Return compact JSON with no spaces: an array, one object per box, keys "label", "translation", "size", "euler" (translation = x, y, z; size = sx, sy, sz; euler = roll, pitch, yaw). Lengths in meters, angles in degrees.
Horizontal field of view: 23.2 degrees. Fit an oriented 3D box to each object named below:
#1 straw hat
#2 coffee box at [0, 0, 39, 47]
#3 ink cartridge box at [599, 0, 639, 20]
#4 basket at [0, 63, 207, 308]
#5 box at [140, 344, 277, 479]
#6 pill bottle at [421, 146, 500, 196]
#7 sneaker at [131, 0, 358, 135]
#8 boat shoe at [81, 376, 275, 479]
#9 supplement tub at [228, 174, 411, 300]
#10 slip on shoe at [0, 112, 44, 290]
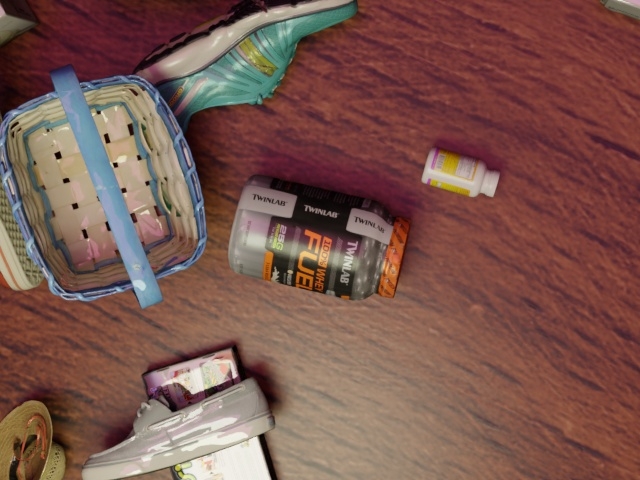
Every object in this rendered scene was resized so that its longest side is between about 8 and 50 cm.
[{"label":"straw hat","translation":[-0.331,0.261,1.815],"size":[0.061,0.144,0.144],"euler":[23,97,-39]},{"label":"coffee box","translation":[-0.461,-0.226,1.763],"size":[0.246,0.141,0.098],"euler":[-31,89,6]},{"label":"ink cartridge box","translation":[0.413,-0.333,1.700],"size":[0.153,0.087,0.208],"euler":[19,96,5]},{"label":"basket","translation":[-0.233,-0.062,1.664],"size":[0.201,0.289,0.255],"euler":[-19,98,-4]},{"label":"box","translation":[-0.123,0.236,1.808],"size":[0.114,0.036,0.207],"euler":[-16,92,6]},{"label":"pill bottle","translation":[0.159,-0.075,1.761],"size":[0.083,0.043,0.043],"euler":[17,95,4]},{"label":"sneaker","translation":[-0.077,-0.212,1.763],"size":[0.275,0.107,0.110],"euler":[-26,110,11]},{"label":"boat shoe","translation":[-0.167,0.212,1.760],"size":[0.227,0.079,0.081],"euler":[-18,82,2]},{"label":"supplement tub","translation":[0.000,0.000,1.743],"size":[0.190,0.117,0.117],"euler":[12,94,5]},{"label":"slip on shoe","translation":[-0.399,-0.078,1.725],"size":[0.101,0.123,0.331],"euler":[-2,129,16]}]
